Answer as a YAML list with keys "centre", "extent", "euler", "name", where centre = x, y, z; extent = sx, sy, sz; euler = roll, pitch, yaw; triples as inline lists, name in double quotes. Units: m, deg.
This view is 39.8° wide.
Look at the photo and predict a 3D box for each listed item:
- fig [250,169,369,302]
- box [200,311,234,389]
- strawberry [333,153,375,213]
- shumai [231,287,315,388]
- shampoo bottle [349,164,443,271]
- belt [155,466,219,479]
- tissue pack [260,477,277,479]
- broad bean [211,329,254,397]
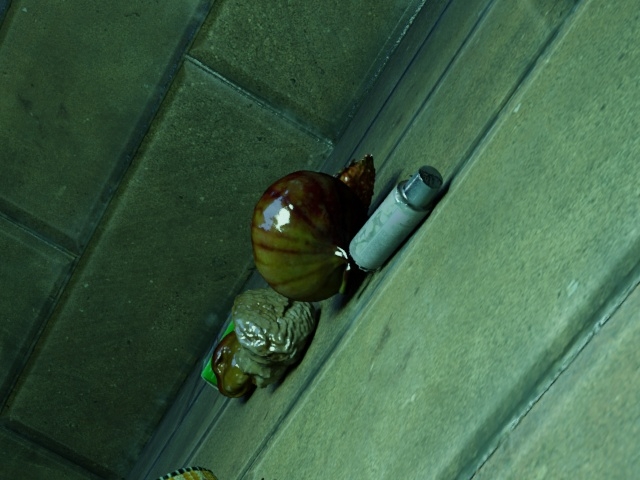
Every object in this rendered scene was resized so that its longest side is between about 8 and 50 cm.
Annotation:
- centre: [-0.008, -0.007, 1.563]
  extent: [0.214, 0.235, 0.235]
  euler: [-23, 36, 57]
  name: "fig"
- centre: [-0.227, 0.277, 2.402]
  extent: [0.250, 0.103, 0.180]
  euler: [-61, 7, 5]
  name: "box"
- centre: [0.021, -0.027, 1.756]
  extent: [0.233, 0.138, 0.306]
  euler: [-29, -13, -48]
  name: "strawberry"
- centre: [-0.099, 0.198, 1.750]
  extent: [0.206, 0.166, 0.176]
  euler: [-69, -11, -57]
  name: "shumai"
- centre: [0.120, -0.037, 1.396]
  extent: [0.214, 0.072, 0.072]
  euler: [-53, 10, 45]
  name: "shampoo bottle"
- centre: [-0.215, 0.432, 1.179]
  extent: [0.257, 0.150, 0.207]
  euler: [-39, -35, -14]
  name: "belt"
- centre: [-0.125, 0.440, 0.957]
  extent: [0.332, 0.123, 0.245]
  euler: [-56, 10, 24]
  name: "tissue pack"
- centre: [-0.195, 0.287, 2.063]
  extent: [0.156, 0.122, 0.228]
  euler: [-58, 4, -3]
  name: "broad bean"
